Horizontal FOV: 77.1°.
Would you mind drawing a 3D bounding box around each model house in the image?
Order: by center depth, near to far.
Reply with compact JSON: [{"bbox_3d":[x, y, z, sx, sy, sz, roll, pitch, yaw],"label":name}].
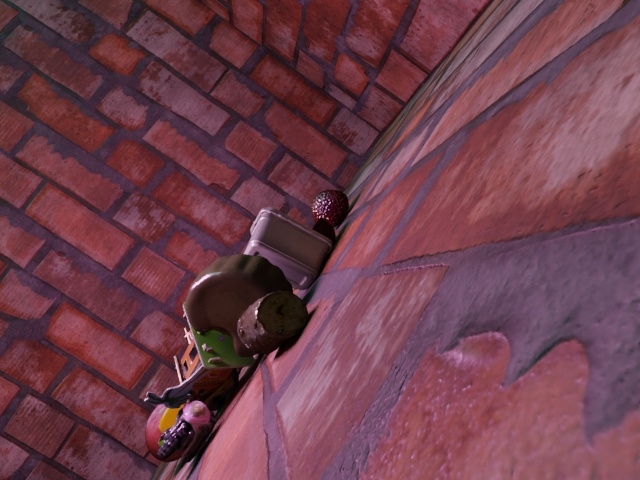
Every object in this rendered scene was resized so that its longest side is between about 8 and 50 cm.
[{"bbox_3d":[-0.481,0.435,1.453,0.323,0.340,0.300,-59,46,23],"label":"model house"}]

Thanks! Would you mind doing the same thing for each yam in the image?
[{"bbox_3d":[-0.145,0.233,1.125,0.154,0.154,0.254,-58,7,-32],"label":"yam"}]

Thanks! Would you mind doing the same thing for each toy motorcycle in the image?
[{"bbox_3d":[-0.431,0.637,1.380,0.188,0.143,0.327,-56,-12,-13],"label":"toy motorcycle"}]

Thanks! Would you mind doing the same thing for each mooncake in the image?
[{"bbox_3d":[-0.264,0.206,1.357,0.351,0.351,0.187,-54,6,23],"label":"mooncake"}]

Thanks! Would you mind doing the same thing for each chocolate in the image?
[{"bbox_3d":[-0.409,0.598,1.615,0.248,0.110,0.110,-58,3,24],"label":"chocolate"}]

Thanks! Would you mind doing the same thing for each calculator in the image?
[{"bbox_3d":[-0.526,0.681,1.534,0.234,0.146,0.032,-60,-1,-23],"label":"calculator"}]

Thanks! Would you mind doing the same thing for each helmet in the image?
[{"bbox_3d":[0.000,0.000,1.636,0.175,0.106,0.155,-57,-2,14],"label":"helmet"}]

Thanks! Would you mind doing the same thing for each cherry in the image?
[{"bbox_3d":[-0.592,0.770,1.649,0.307,0.221,0.261,-8,52,59],"label":"cherry"}]

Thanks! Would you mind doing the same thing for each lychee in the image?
[{"bbox_3d":[0.042,-0.144,1.912,0.188,0.188,0.188,-55,4,6],"label":"lychee"}]

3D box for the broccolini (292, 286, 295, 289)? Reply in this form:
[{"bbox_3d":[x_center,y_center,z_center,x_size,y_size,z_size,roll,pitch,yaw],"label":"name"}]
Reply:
[{"bbox_3d":[-0.091,0.189,1.818,0.254,0.071,0.057,88,174,-86],"label":"broccolini"}]

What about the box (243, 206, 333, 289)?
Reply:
[{"bbox_3d":[-0.129,0.042,1.497,0.175,0.312,0.182,-53,12,42],"label":"box"}]

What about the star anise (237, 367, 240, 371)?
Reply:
[{"bbox_3d":[-0.429,0.593,1.910,0.292,0.109,0.349,-51,3,-5],"label":"star anise"}]
